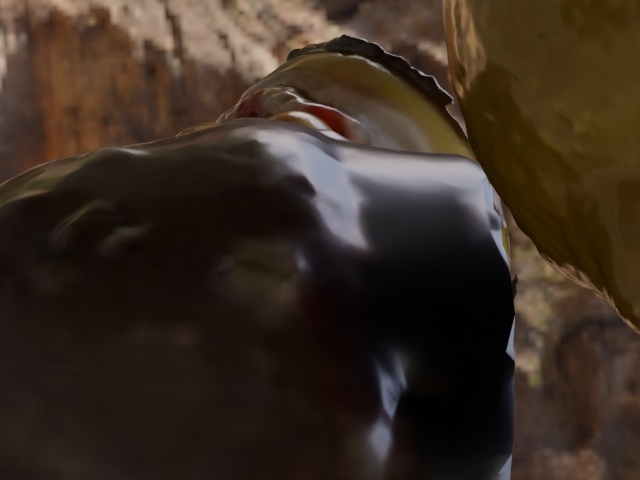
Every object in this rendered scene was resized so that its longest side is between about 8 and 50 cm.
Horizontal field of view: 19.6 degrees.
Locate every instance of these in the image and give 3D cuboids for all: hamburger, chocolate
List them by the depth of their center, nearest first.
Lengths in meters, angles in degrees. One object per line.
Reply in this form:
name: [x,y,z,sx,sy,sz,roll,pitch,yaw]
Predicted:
chocolate: [-0.073,0.119,0.654,0.225,0.210,0.340,-106,-154,-67]
hamburger: [0.000,0.000,1.338,0.261,0.186,0.302,54,-35,3]

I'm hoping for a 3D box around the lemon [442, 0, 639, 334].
lemon: [0.155,-0.083,0.524,0.233,0.288,0.233,28,-29,17]
